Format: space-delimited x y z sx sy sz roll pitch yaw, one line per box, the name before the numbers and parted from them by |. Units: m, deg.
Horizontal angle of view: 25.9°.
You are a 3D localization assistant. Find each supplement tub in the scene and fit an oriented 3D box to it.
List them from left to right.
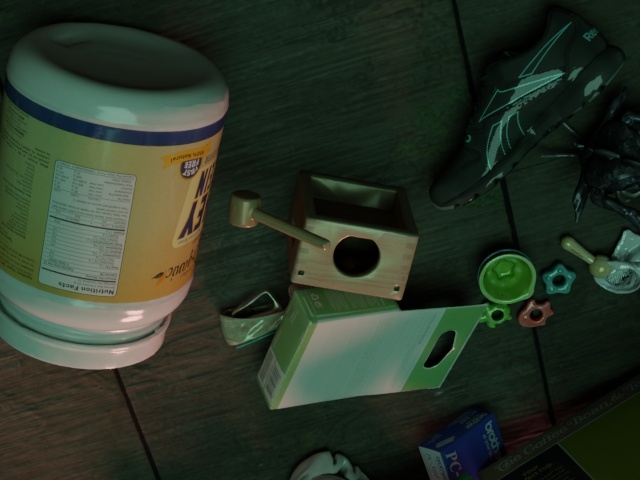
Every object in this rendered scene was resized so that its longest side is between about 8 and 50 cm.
supplement tub | -0.232 -0.047 1.463 0.228 0.228 0.316 10 115 -9

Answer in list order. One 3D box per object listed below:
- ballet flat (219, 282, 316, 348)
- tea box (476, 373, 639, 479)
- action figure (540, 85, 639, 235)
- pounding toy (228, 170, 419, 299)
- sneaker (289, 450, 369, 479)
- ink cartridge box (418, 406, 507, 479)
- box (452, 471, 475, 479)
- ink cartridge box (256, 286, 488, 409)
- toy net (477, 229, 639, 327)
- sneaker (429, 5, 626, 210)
ballet flat | -0.041 0.077 1.638 0.168 0.057 0.052 -21 103 5
tea box | 0.415 0.335 1.617 0.329 0.323 0.220 -30 116 -4
action figure | 0.387 -0.065 1.541 0.141 0.276 0.164 27 87 -55
pounding toy | -0.005 0.003 1.531 0.206 0.181 0.094 9 115 -9
sneaker | 0.091 0.379 1.762 0.292 0.118 0.110 27 109 -18
ink cartridge box | 0.199 0.322 1.742 0.097 0.046 0.207 -32 113 -30
box | 0.213 0.365 1.640 0.043 0.105 0.179 -35 95 -5
ink cartridge box | 0.059 0.119 1.638 0.235 0.056 0.171 -6 141 -27
toy net | 0.301 0.052 1.656 0.232 0.045 0.122 -6 116 -2
sneaker | 0.210 -0.143 1.541 0.267 0.101 0.106 -44 90 17
